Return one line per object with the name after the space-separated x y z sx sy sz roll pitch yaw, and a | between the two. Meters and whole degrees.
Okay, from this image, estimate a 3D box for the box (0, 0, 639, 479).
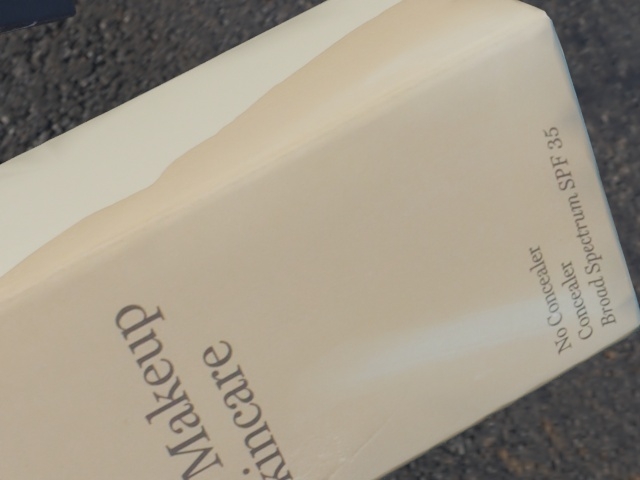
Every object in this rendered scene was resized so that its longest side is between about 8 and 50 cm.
-0.053 0.031 0.506 0.311 0.121 0.148 -30 118 -10 | box

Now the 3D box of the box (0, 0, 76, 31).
-0.328 -0.155 0.659 0.313 0.343 0.178 -11 101 8 | box
